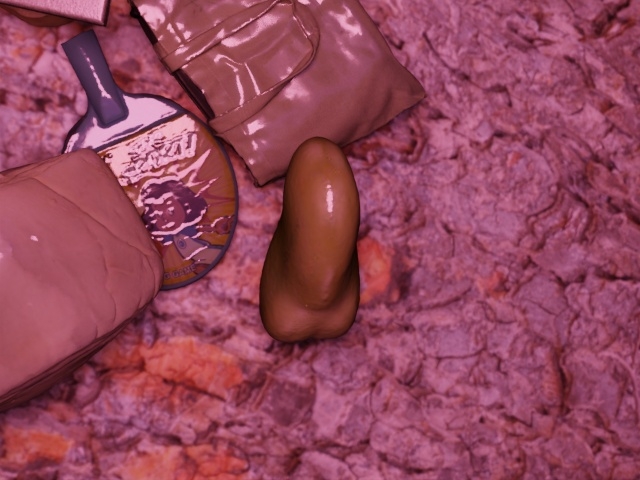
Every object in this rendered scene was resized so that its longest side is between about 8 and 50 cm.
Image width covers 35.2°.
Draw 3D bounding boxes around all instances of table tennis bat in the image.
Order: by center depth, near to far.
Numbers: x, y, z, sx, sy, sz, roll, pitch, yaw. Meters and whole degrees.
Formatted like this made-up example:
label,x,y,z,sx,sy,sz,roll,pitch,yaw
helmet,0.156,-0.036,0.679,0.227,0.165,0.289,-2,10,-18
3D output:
label,x,y,z,sx,sy,sz,roll,pitch,yaw
table tennis bat,-0.226,-0.096,1.227,0.215,0.044,0.329,-24,97,-6

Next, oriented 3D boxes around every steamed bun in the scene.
label,x,y,z,sx,sy,sz,roll,pitch,yaw
steamed bun,-0.370,0.068,1.091,0.384,0.236,0.247,-27,99,-2

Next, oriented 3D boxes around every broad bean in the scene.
label,x,y,z,sx,sy,sz,roll,pitch,yaw
broad bean,0.000,0.000,1.187,0.121,0.189,0.263,7,128,-10

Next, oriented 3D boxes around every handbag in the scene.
label,x,y,z,sx,sy,sz,roll,pitch,yaw
handbag,-0.056,-0.237,1.219,0.253,0.109,0.315,-36,102,-9

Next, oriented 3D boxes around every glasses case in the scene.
label,x,y,z,sx,sy,sz,roll,pitch,yaw
glasses case,-0.328,-0.286,1.090,0.205,0.047,0.070,11,96,-7

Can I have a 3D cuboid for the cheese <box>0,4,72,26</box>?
label,x,y,z,sx,sy,sz,roll,pitch,yaw
cheese,-0.373,-0.413,1.158,0.384,0.104,0.383,0,90,-10
